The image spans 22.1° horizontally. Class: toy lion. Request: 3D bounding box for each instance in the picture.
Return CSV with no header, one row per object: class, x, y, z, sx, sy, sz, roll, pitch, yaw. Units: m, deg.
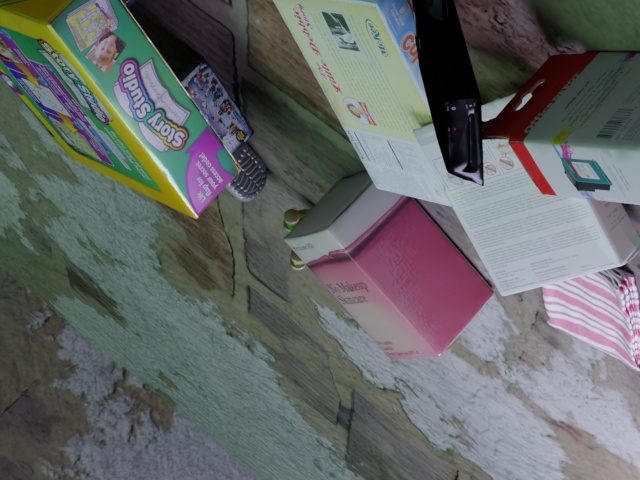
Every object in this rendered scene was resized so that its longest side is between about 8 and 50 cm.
toy lion,0.000,0.000,2.336,0.034,0.096,0.100,97,164,-64

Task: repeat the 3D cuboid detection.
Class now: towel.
towel,0.321,0.076,1.979,0.144,0.029,0.197,29,155,34

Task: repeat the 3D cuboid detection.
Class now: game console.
game console,0.120,-0.239,1.580,0.361,0.044,0.213,82,179,-46

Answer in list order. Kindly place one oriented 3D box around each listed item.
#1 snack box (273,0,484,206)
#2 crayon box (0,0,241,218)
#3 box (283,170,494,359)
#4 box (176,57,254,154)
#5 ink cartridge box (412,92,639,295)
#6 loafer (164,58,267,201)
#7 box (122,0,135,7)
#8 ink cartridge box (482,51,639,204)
snack box,0.081,-0.176,1.887,0.187,0.060,0.322,17,147,46
crayon box,-0.307,-0.218,2.142,0.313,0.106,0.363,23,157,45
box,0.090,0.034,2.170,0.232,0.127,0.148,48,158,-12
box,-0.162,-0.171,2.274,0.027,0.094,0.137,13,144,53
ink cartridge box,0.227,-0.057,1.815,0.181,0.056,0.224,-17,106,46
loafer,-0.180,-0.152,2.340,0.087,0.094,0.251,4,136,52
box,-0.283,-0.364,2.097,0.162,0.116,0.029,35,156,19
ink cartridge box,0.278,-0.110,1.566,0.231,0.134,0.078,10,142,55
